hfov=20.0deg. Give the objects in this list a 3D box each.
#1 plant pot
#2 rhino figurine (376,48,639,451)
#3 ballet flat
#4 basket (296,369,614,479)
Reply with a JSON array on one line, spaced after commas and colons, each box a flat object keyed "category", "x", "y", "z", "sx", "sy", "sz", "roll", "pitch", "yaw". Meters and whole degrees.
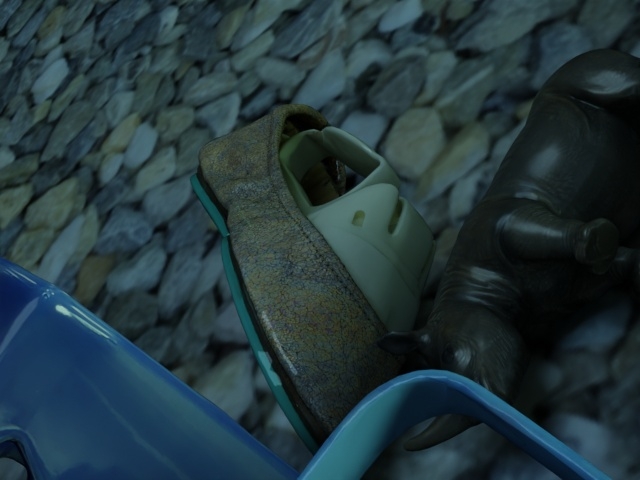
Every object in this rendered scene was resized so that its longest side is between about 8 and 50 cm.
[{"category": "plant pot", "x": -0.141, "y": 0.145, "z": 0.805, "sx": 0.212, "sy": 0.236, "sz": 0.236, "roll": -54, "pitch": 30, "yaw": -10}, {"category": "rhino figurine", "x": 0.107, "y": 0.003, "z": 0.848, "sx": 0.106, "sy": 0.073, "sz": 0.243, "roll": 8, "pitch": 57, "yaw": 51}, {"category": "ballet flat", "x": 0.000, "y": 0.000, "z": 0.963, "sx": 0.106, "sy": 0.107, "sz": 0.316, "roll": -33, "pitch": 29, "yaw": 3}, {"category": "basket", "x": 0.049, "y": 0.182, "z": 0.510, "sx": 0.289, "sy": 0.201, "sz": 0.255, "roll": 24, "pitch": 70, "yaw": 45}]
